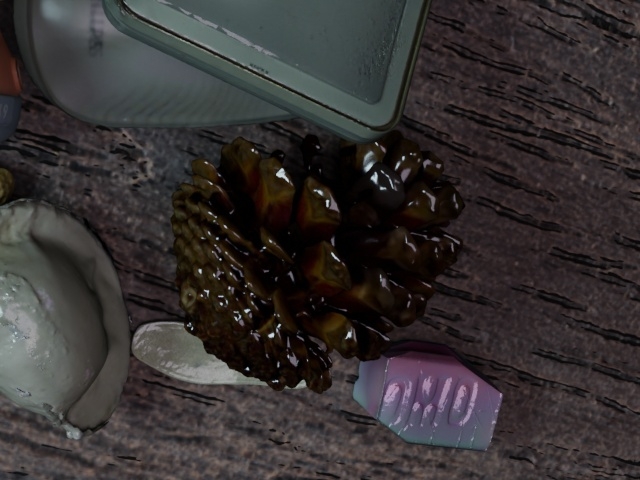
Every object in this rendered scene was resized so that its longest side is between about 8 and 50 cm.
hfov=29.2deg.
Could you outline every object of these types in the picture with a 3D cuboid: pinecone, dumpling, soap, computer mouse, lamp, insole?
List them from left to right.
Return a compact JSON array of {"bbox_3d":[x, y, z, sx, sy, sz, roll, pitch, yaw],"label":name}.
[{"bbox_3d":[-0.247,0.061,1.111,0.172,0.142,0.247,-51,132,-30],"label":"dumpling"},{"bbox_3d":[-0.101,-0.196,1.076,0.330,0.095,0.197,-4,107,-20],"label":"computer mouse"},{"bbox_3d":[-0.096,0.117,1.227,0.192,0.010,0.063,11,103,-18],"label":"insole"},{"bbox_3d":[-0.024,-0.247,1.042,0.269,0.047,0.267,24,70,-21],"label":"lamp"},{"bbox_3d":[0.002,-0.001,1.105,0.292,0.246,0.246,-30,113,-28],"label":"pinecone"},{"bbox_3d":[0.110,0.159,1.273,0.149,0.056,0.100,10,101,-19],"label":"soap"}]

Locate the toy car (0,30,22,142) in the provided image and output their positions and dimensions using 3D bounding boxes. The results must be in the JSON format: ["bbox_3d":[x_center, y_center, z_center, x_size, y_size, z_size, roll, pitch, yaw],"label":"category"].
[{"bbox_3d":[-0.370,-0.163,0.956,0.270,0.180,0.213,5,95,13],"label":"toy car"}]

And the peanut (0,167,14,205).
[{"bbox_3d":[-0.330,-0.047,1.092,0.113,0.054,0.054,-5,107,-14],"label":"peanut"}]
